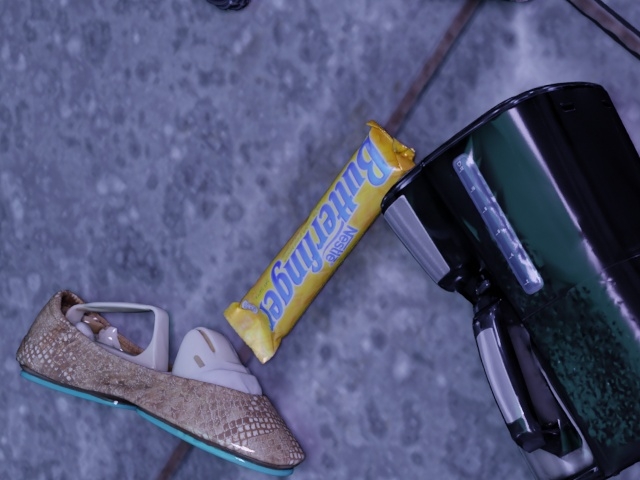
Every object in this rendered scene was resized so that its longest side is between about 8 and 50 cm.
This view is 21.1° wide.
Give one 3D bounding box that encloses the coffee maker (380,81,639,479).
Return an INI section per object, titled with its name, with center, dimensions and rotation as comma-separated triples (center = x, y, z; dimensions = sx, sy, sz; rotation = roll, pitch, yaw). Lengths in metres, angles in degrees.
[coffee maker]
center = 0.138, 0.014, 0.828
dimensions = 0.171, 0.120, 0.178
rotation = -29, 79, 9

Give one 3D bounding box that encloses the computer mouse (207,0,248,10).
[computer mouse]
center = -0.073, -0.250, 0.980
dimensions = 0.071, 0.041, 0.242
rotation = -6, 98, 45

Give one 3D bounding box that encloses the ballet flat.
[ballet flat]
center = -0.093, 0.076, 1.005
dimensions = 0.206, 0.073, 0.067
rotation = 17, 90, 28

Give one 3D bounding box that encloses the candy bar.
[candy bar]
center = 0.000, 0.000, 0.963
dimensions = 0.040, 0.018, 0.161
rotation = 48, 119, 20
